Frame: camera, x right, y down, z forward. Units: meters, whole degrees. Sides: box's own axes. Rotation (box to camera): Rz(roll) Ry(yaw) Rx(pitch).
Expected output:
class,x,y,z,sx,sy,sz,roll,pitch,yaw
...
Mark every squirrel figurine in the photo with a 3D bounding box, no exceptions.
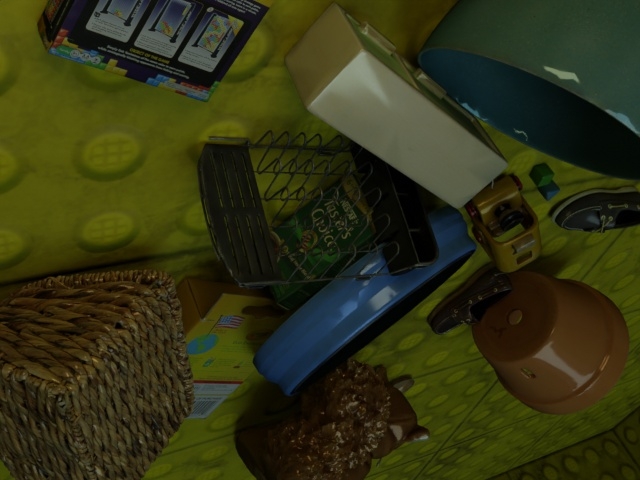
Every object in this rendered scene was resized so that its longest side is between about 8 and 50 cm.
class,x,y,z,sx,sy,sz,roll,pitch,yaw
squirrel figurine,0.051,0.409,1.487,0.370,0.281,0.397,-23,151,-21

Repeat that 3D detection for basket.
class,x,y,z,sx,sy,sz,roll,pitch,yaw
basket,-0.320,0.181,0.961,0.223,0.214,0.299,-55,153,-43

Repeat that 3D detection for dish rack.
class,x,y,z,sx,sy,sz,roll,pitch,yaw
dish rack,-0.006,-0.045,0.857,0.272,0.208,0.074,-3,155,-33

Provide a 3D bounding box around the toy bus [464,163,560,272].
class,x,y,z,sx,sy,sz,roll,pitch,yaw
toy bus,0.317,-0.025,1.217,0.202,0.104,0.191,-5,141,-33

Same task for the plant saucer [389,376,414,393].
class,x,y,z,sx,sy,sz,roll,pitch,yaw
plant saucer,0.186,0.351,1.736,0.083,0.015,0.083,-20,148,-13

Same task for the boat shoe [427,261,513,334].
class,x,y,z,sx,sy,sz,roll,pitch,yaw
boat shoe,0.301,0.133,1.463,0.073,0.073,0.207,4,137,-43

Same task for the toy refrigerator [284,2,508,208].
class,x,y,z,sx,sy,sz,roll,pitch,yaw
toy refrigerator,0.095,-0.147,0.824,0.269,0.102,0.094,27,120,-38

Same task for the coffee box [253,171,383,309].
class,x,y,z,sx,sy,sz,roll,pitch,yaw
coffee box,0.000,0.000,1.004,0.184,0.113,0.040,-35,145,13

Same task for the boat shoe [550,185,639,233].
class,x,y,z,sx,sy,sz,roll,pitch,yaw
boat shoe,0.546,-0.052,1.389,0.228,0.068,0.081,-11,144,-26

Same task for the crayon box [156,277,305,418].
class,x,y,z,sx,sy,sz,roll,pitch,yaw
crayon box,-0.176,0.162,1.125,0.202,0.081,0.318,14,130,-47

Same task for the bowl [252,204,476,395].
class,x,y,z,sx,sy,sz,roll,pitch,yaw
bowl,0.075,0.099,1.103,0.391,0.077,0.391,-36,168,-9

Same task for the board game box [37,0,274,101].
class,x,y,z,sx,sy,sz,roll,pitch,yaw
board game box,-0.143,-0.211,0.652,0.170,0.048,0.141,10,129,-45

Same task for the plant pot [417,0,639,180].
class,x,y,z,sx,sy,sz,roll,pitch,yaw
plant pot,0.281,-0.219,0.793,0.290,0.290,0.195,27,93,-53

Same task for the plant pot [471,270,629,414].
class,x,y,z,sx,sy,sz,roll,pitch,yaw
plant pot,0.453,0.191,1.493,0.291,0.291,0.203,-42,130,21
